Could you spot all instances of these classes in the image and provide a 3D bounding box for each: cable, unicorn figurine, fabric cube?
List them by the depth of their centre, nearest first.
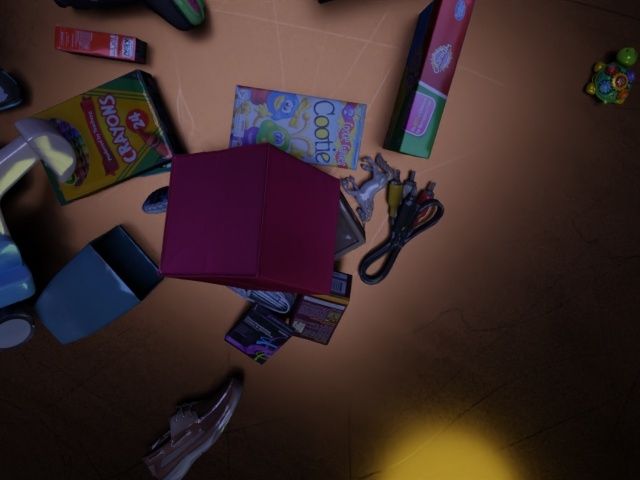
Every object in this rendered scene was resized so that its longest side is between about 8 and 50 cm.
[{"bbox_3d":[-0.138,-0.031,1.225,0.258,0.258,0.254,0,81,33],"label":"fabric cube"},{"bbox_3d":[0.106,-0.117,1.392,0.111,0.060,0.162,47,114,10],"label":"unicorn figurine"},{"bbox_3d":[0.191,-0.020,1.431,0.139,0.072,0.287,18,111,-10],"label":"cable"}]

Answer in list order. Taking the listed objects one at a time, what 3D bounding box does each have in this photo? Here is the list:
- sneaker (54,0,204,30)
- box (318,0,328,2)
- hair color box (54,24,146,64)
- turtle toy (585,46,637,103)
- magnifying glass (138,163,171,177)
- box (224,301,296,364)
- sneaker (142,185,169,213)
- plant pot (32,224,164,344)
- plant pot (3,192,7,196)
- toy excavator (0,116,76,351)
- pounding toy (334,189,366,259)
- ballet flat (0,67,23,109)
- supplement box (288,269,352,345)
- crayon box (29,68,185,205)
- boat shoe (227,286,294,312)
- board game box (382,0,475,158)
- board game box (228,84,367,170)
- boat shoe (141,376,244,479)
[{"bbox_3d":[-0.462,-0.563,1.255,0.482,0.185,0.202,28,116,-4],"label":"sneaker"},{"bbox_3d":[0.144,-0.624,1.177,0.343,0.312,0.179,-14,101,0],"label":"box"},{"bbox_3d":[-0.471,-0.420,1.299,0.167,0.093,0.054,6,101,-3],"label":"hair color box"},{"bbox_3d":[0.673,-0.374,1.369,0.095,0.066,0.130,17,99,-6],"label":"turtle toy"},{"bbox_3d":[-0.355,-0.175,1.383,0.230,0.026,0.092,14,99,-6],"label":"magnifying glass"},{"bbox_3d":[-0.145,0.222,1.420,0.116,0.029,0.162,35,131,-7],"label":"box"},{"bbox_3d":[-0.316,-0.085,1.384,0.190,0.071,0.083,-14,133,12],"label":"sneaker"},{"bbox_3d":[-0.515,0.116,1.366,0.234,0.165,0.166,-38,100,12],"label":"plant pot"},{"bbox_3d":[-0.826,-0.113,1.292,0.254,0.237,0.237,-21,101,-14],"label":"plant pot"},{"bbox_3d":[-0.695,0.005,1.222,0.432,0.222,0.445,-23,138,-32],"label":"toy excavator"},{"bbox_3d":[0.000,0.010,1.403,0.206,0.094,0.181,-29,105,12],"label":"pounding toy"},{"bbox_3d":[-0.793,-0.299,1.305,0.280,0.095,0.096,-25,124,-5],"label":"ballet flat"},{"bbox_3d":[-0.004,0.150,1.382,0.104,0.081,0.188,16,137,-6],"label":"supplement box"},{"bbox_3d":[-0.488,-0.217,1.325,0.318,0.081,0.202,-22,96,7],"label":"crayon box"},{"bbox_3d":[-0.162,0.098,1.415,0.226,0.076,0.083,25,98,-7],"label":"boat shoe"},{"bbox_3d":[0.219,-0.336,1.269,0.064,0.242,0.317,14,99,-5],"label":"board game box"},{"bbox_3d":[-0.050,-0.246,1.322,0.275,0.144,0.142,8,101,-3],"label":"board game box"},{"bbox_3d":[-0.312,0.451,1.454,0.116,0.123,0.324,39,95,-6],"label":"boat shoe"}]
